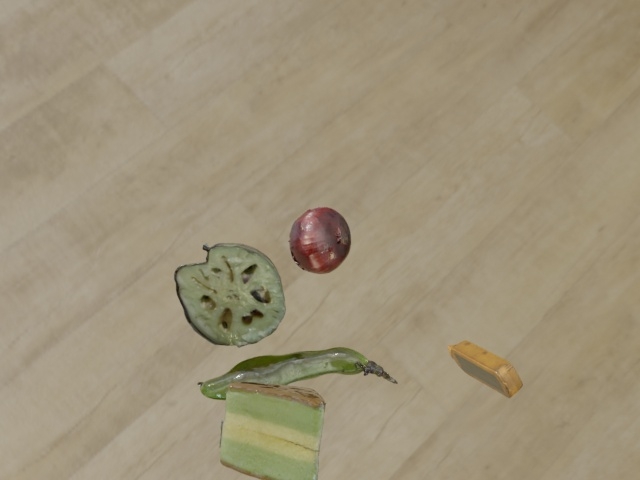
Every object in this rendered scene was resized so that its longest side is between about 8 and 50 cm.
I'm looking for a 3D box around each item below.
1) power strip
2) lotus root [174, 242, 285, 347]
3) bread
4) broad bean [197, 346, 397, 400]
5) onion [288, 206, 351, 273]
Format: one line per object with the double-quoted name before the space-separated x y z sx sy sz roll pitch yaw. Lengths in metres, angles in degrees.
"power strip" 0.229 0.177 1.469 0.028 0.178 0.049 -37 111 -13
"lotus root" -0.146 0.078 1.737 0.183 0.203 0.078 -2 30 8
"bread" -0.008 0.153 0.801 0.084 0.139 0.074 10 82 -34
"broad bean" -0.043 0.214 1.677 0.325 0.067 0.075 -9 66 5
"onion" 0.000 0.000 1.947 0.131 0.131 0.131 5 66 -12
